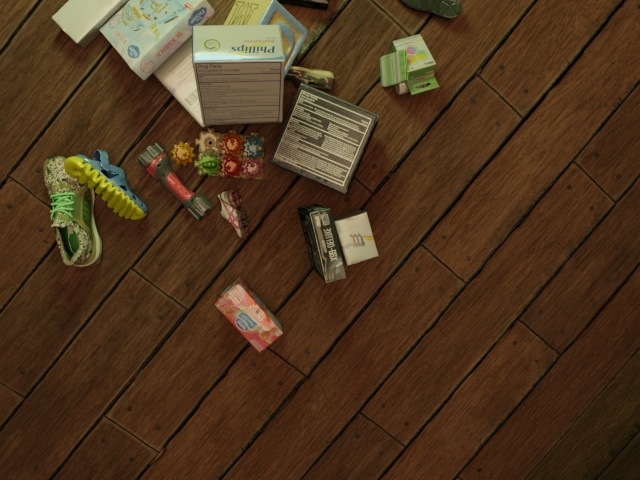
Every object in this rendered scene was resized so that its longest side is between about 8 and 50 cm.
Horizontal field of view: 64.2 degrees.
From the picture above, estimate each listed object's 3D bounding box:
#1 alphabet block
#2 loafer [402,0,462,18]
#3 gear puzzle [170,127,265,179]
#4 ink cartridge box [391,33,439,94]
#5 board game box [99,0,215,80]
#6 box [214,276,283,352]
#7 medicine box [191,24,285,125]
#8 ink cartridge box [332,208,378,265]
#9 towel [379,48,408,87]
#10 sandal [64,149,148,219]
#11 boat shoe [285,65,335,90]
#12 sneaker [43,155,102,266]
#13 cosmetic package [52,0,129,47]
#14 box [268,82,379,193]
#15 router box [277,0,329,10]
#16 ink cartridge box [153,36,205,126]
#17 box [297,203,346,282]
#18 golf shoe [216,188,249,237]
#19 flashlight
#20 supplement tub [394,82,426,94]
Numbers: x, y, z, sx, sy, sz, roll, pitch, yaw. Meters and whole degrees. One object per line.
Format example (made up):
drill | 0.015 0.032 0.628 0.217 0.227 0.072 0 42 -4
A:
alphabet block | -0.197 -0.686 1.718 0.192 0.197 0.193 27 95 -50
loafer | 0.387 -0.889 1.860 0.267 0.084 0.096 23 126 -5
gear puzzle | -0.367 -0.315 1.840 0.338 0.044 0.176 2 98 -16
ink cartridge box | 0.344 -0.637 1.838 0.109 0.062 0.209 -17 67 -4
board game box | -0.545 -0.721 1.677 0.318 0.066 0.319 -43 56 1
box | -0.268 0.277 1.922 0.122 0.128 0.257 -40 101 0
medicine box | -0.250 -0.507 1.588 0.263 0.289 0.149 -4 64 -8
ink cartridge box | 0.127 -0.013 1.923 0.127 0.128 0.176 -16 101 -4
towel | 0.267 -0.619 1.842 0.023 0.152 0.113 -11 101 -27
sandal | -0.733 -0.206 1.808 0.126 0.138 0.317 -21 122 40
boat shoe | -0.058 -0.583 1.844 0.223 0.080 0.073 2 93 -11
sneaker | -0.875 -0.094 1.772 0.158 0.182 0.410 -14 99 -4
cosmetic package | -0.776 -0.783 1.734 0.231 0.085 0.117 -42 100 3
box | 0.017 -0.350 1.813 0.296 0.183 0.294 24 96 3
router box | -0.109 -0.962 1.781 0.308 0.081 0.243 7 98 -7
ink cartridge box | -0.428 -0.578 1.777 0.226 0.131 0.306 -41 100 1
box | 0.000 0.000 1.821 0.076 0.307 0.242 -14 100 -8
golf shoe | -0.325 -0.097 1.900 0.086 0.067 0.186 -13 101 23
flashlight | -0.517 -0.210 1.837 0.103 0.103 0.304 -45 99 -1
supplement tub | 0.333 -0.587 1.891 0.107 0.071 0.071 -15 100 -4
